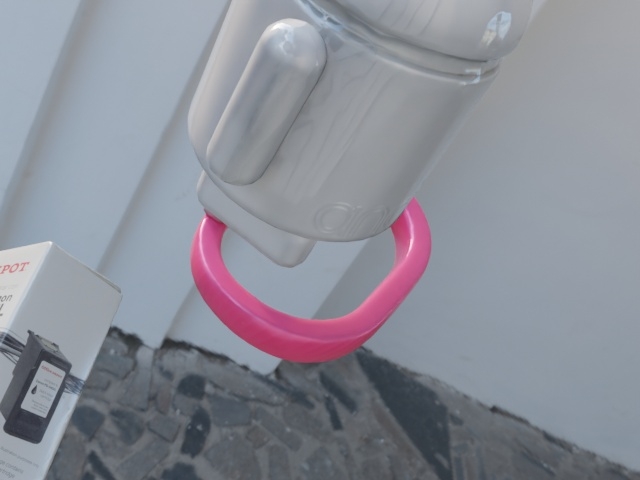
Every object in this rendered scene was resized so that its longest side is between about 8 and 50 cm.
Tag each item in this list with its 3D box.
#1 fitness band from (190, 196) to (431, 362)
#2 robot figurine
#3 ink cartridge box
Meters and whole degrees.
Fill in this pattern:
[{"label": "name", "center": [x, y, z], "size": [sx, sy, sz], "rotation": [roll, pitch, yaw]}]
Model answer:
[{"label": "fitness band", "center": [0.000, 0.000, 0.776], "size": [0.209, 0.054, 0.291], "rotation": [40, 44, 7]}, {"label": "robot figurine", "center": [0.024, -0.140, 0.584], "size": [0.200, 0.353, 0.300], "rotation": [36, 39, 6]}, {"label": "ink cartridge box", "center": [-0.191, 0.081, 0.424], "size": [0.063, 0.109, 0.150], "rotation": [47, 46, -40]}]
